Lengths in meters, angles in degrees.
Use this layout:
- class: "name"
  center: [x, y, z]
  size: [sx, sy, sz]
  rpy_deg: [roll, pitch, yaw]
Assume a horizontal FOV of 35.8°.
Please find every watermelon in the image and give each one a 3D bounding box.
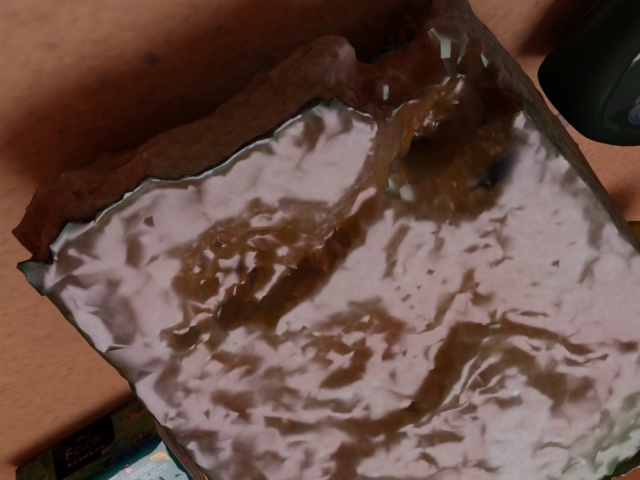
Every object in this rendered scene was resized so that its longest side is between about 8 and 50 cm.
- class: "watermelon"
  center: [0.033, 0.014, 0.496]
  size: [0.264, 0.151, 0.302]
  rpy_deg: [-33, 121, 1]

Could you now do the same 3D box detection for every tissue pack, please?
- class: "tissue pack"
  center: [-0.153, 0.171, 0.726]
  size: [0.111, 0.079, 0.085]
  rpy_deg: [-30, 126, -3]

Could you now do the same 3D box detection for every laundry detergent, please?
- class: "laundry detergent"
  center: [0.223, -0.149, 0.529]
  size: [0.144, 0.078, 0.222]
  rpy_deg: [-11, 148, -44]

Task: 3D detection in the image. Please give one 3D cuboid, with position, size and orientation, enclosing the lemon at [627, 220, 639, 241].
- class: "lemon"
  center: [0.281, 0.067, 0.944]
  size: [0.170, 0.170, 0.207]
  rpy_deg: [-28, 165, -10]
